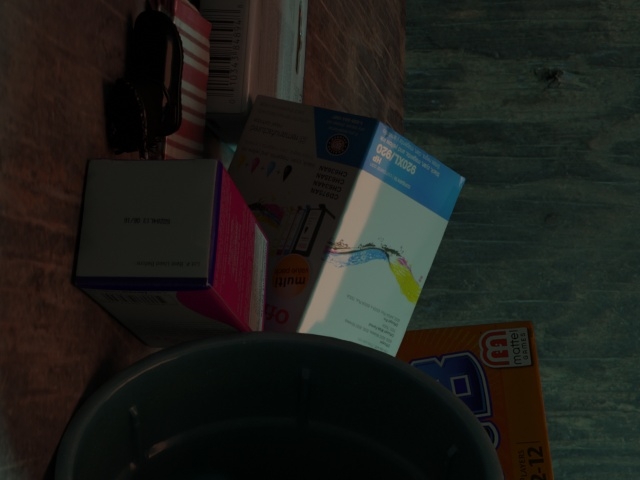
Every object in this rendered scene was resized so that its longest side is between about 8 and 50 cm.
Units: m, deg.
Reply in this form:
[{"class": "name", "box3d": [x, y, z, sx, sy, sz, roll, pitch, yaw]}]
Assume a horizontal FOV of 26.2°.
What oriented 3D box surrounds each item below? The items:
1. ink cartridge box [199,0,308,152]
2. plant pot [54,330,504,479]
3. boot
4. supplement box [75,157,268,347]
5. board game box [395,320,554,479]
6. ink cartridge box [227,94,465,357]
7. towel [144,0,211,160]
[{"class": "ink cartridge box", "box3d": [-0.072, -0.265, 1.567, 0.330, 0.071, 0.324, 50, 42, -79]}, {"class": "plant pot", "box3d": [-0.039, 0.307, 1.137, 0.341, 0.341, 0.334, -75, 170, -56]}, {"class": "boot", "box3d": [-0.154, -0.134, 1.185, 0.099, 0.045, 0.121, -42, 131, -69]}, {"class": "supplement box", "box3d": [-0.120, 0.018, 1.183, 0.220, 0.111, 0.114, 67, 25, -69]}, {"class": "board game box", "box3d": [0.107, 0.354, 1.697, 0.356, 0.356, 0.356, 77, 9, -53]}, {"class": "ink cartridge box", "box3d": [0.000, 0.000, 1.390, 0.168, 0.171, 0.233, 28, 81, -50]}, {"class": "towel", "box3d": [-0.139, -0.132, 1.319, 0.144, 0.029, 0.197, 14, 80, -80]}]
